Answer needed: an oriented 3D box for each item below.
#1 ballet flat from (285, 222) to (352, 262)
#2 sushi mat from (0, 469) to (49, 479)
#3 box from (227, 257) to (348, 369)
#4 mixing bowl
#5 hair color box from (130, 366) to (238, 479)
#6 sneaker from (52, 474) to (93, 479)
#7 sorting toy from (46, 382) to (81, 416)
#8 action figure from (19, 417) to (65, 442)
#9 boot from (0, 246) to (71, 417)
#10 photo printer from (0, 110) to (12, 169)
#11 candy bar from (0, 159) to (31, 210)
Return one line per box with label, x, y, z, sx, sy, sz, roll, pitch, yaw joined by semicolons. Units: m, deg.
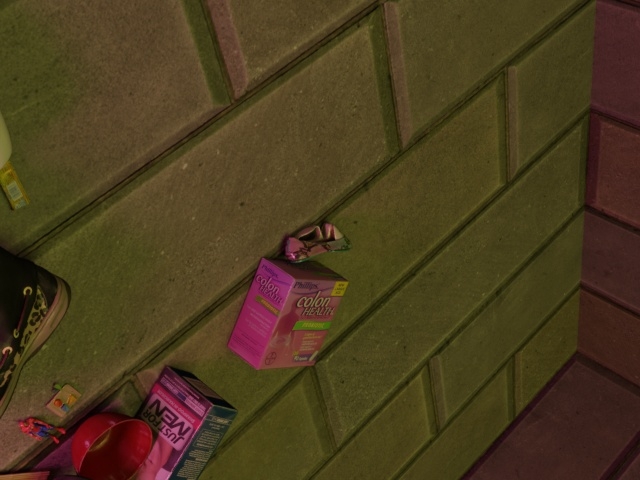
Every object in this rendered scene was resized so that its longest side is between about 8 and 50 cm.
ballet flat;0.000;0.000;2.172;0.221;0.077;0.079;-12;104;-45
sushi mat;-0.691;0.527;1.758;0.316;0.019;0.151;12;106;-53
box;-0.077;0.177;2.160;0.214;0.117;0.243;7;109;-52
mixing bowl;-0.461;0.435;1.900;0.181;0.098;0.181;-30;136;-35
hair color box;-0.354;0.478;1.996;0.347;0.174;0.105;-59;145;0
sneaker;-0.528;0.605;1.825;0.116;0.136;0.314;18;124;-20
sorting toy;-0.528;0.322;1.813;0.062;0.012;0.083;-48;143;-14
action figure;-0.565;0.383;1.801;0.038;0.030;0.115;-52;142;-1
boot;-0.596;0.156;1.431;0.377;0.138;0.284;-56;146;-17
photo printer;-0.616;-0.137;1.296;0.307;0.107;0.256;-46;142;-18
candy bar;-0.530;-0.112;1.494;0.040;0.018;0.161;-36;139;-23
